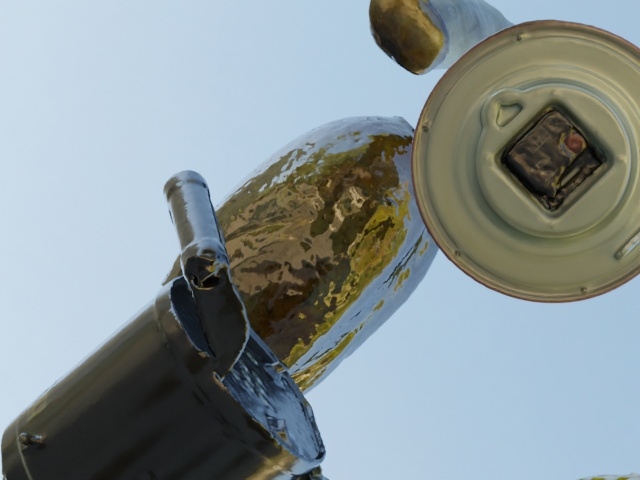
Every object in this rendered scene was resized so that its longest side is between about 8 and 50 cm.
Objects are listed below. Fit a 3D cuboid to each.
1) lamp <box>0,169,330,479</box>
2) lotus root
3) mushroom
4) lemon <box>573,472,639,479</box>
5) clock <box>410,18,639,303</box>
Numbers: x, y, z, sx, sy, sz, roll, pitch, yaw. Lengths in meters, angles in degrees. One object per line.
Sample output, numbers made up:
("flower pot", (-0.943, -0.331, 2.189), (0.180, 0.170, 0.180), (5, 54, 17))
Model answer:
("lamp", (-0.147, 0.171, 1.091), (0.205, 0.272, 0.374), (-117, -177, -60))
("lotus root", (0.000, 0.000, 1.481), (0.250, 0.346, 0.250), (46, -7, 8))
("mushroom", (0.144, -0.242, 1.424), (0.087, 0.333, 0.107), (-23, -91, 28))
("lemon", (0.187, 0.311, 0.730), (0.387, 0.350, 0.350), (10, -45, -12))
("clock", (0.199, -0.068, 1.084), (0.244, 0.056, 0.245), (0, -92, 8))
